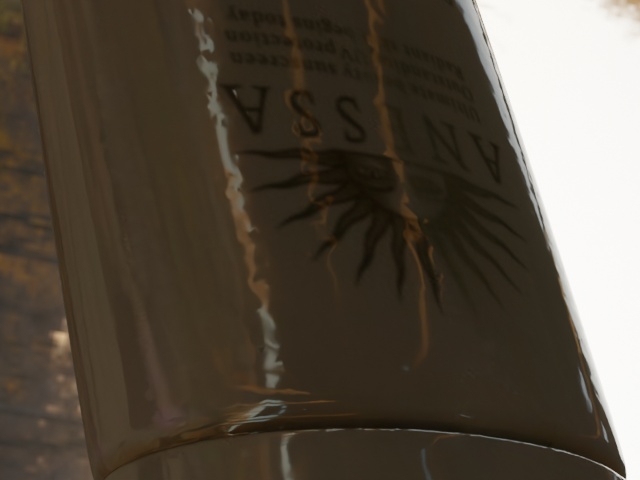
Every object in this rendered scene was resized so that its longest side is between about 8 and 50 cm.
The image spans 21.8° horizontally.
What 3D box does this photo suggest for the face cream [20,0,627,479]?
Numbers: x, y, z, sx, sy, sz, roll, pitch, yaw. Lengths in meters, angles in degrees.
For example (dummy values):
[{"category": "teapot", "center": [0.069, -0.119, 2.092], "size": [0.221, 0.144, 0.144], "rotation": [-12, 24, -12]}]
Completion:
[{"category": "face cream", "center": [0.000, 0.000, 0.493], "size": [0.081, 0.173, 0.348], "rotation": [-47, -136, 41]}]
